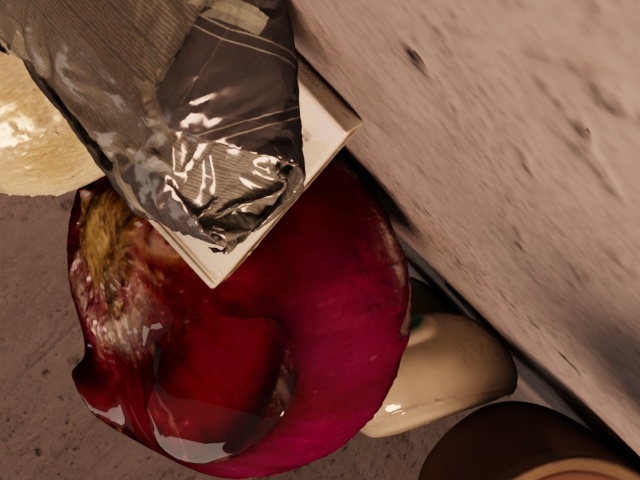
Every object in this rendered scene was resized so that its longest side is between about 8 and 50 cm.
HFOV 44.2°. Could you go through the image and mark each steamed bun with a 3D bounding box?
[{"bbox_3d":[0.124,0.155,0.955,0.177,0.228,0.131,-38,63,53],"label":"steamed bun"}]

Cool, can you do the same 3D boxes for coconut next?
[{"bbox_3d":[-0.243,-0.157,0.646,0.245,0.247,0.245,157,90,-86],"label":"coconut"}]

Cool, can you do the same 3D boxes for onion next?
[{"bbox_3d":[-0.051,0.055,0.868,0.398,0.398,0.420,46,-154,28],"label":"onion"}]

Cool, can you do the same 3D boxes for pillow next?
[{"bbox_3d":[-0.132,-0.141,0.452,0.335,0.161,0.092,44,-144,9],"label":"pillow"}]

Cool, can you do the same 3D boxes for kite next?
[{"bbox_3d":[0.179,0.079,0.992,0.078,0.002,0.044,47,180,-9],"label":"kite"}]

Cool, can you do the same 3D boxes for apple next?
[{"bbox_3d":[0.161,0.137,1.204,0.265,0.120,0.193,44,169,-18],"label":"apple"}]

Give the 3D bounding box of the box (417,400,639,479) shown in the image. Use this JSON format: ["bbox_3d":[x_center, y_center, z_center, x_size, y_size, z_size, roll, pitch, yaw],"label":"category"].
[{"bbox_3d":[0.243,0.328,0.860,0.301,0.301,0.216,46,-173,-8],"label":"box"}]

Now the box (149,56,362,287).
[{"bbox_3d":[-0.065,-0.058,0.580,0.109,0.198,0.029,46,-140,3],"label":"box"}]
